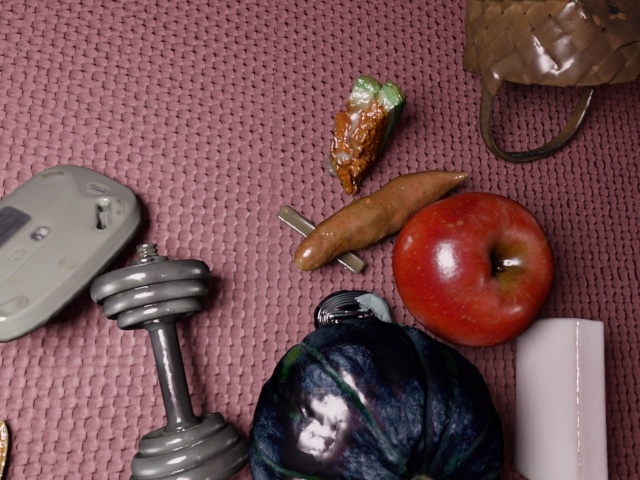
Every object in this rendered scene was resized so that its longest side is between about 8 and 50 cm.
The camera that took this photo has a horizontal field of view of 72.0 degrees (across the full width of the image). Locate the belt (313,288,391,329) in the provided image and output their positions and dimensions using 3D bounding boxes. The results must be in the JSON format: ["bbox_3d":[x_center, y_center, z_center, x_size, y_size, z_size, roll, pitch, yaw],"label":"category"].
[{"bbox_3d":[0.056,0.139,0.783,0.140,0.058,0.105,-5,82,-11],"label":"belt"}]

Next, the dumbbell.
[{"bbox_3d":[-0.224,0.198,0.664,0.179,0.179,0.405,-13,79,-12],"label":"dumbbell"}]

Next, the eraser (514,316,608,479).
[{"bbox_3d":[0.402,0.271,0.749,0.095,0.174,0.269,9,76,-5],"label":"eraser"}]

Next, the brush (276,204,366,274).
[{"bbox_3d":[0.000,0.000,0.825,0.190,0.027,0.034,36,71,8],"label":"brush"}]

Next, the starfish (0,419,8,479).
[{"bbox_3d":[-0.547,0.388,0.639,0.138,0.050,0.247,8,69,-7],"label":"starfish"}]

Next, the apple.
[{"bbox_3d":[0.254,0.051,0.752,0.261,0.216,0.260,3,79,-15],"label":"apple"}]

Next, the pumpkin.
[{"bbox_3d":[0.078,0.288,0.634,0.364,0.266,0.362,1,86,-16],"label":"pumpkin"}]

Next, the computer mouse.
[{"bbox_3d":[-0.423,0.009,0.679,0.197,0.095,0.330,26,51,5],"label":"computer mouse"}]

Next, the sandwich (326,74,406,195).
[{"bbox_3d":[0.065,-0.192,0.797,0.109,0.184,0.159,34,71,7],"label":"sandwich"}]

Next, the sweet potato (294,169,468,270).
[{"bbox_3d":[0.101,-0.043,0.806,0.355,0.106,0.095,-28,102,-13],"label":"sweet potato"}]

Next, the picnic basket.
[{"bbox_3d":[0.437,-0.307,0.862,0.293,0.337,0.336,-12,80,-18],"label":"picnic basket"}]
